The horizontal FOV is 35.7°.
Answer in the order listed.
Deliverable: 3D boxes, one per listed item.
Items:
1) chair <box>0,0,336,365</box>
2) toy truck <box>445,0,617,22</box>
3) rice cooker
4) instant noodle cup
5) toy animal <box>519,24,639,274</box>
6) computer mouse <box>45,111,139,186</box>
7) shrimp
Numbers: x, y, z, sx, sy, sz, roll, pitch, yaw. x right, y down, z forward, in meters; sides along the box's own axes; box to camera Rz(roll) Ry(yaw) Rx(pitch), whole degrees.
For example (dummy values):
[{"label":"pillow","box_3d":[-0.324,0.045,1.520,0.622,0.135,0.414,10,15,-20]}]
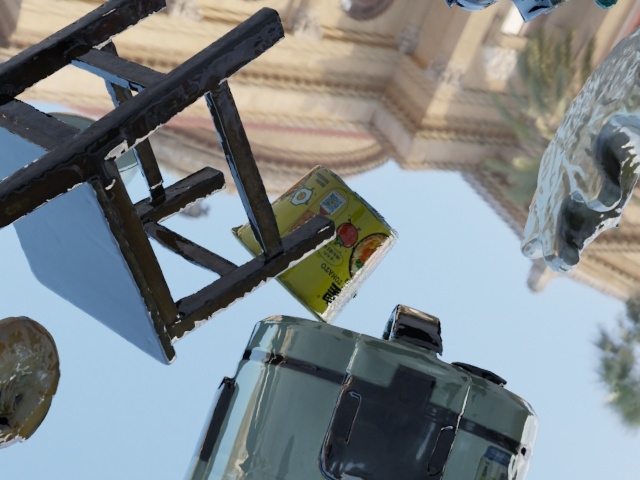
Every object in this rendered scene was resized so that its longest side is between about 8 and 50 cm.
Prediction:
[{"label":"chair","box_3d":[-0.211,-0.008,0.817,0.203,0.240,0.416,26,-127,37]},{"label":"toy truck","box_3d":[0.150,-0.351,0.853,0.363,0.178,0.176,58,174,-4]},{"label":"rice cooker","box_3d":[0.024,0.160,0.673,0.226,0.244,0.226,22,168,5]},{"label":"instant noodle cup","box_3d":[0.000,0.000,1.240,0.182,0.144,0.182,44,180,0]},{"label":"toy animal","box_3d":[0.378,-0.089,1.141,0.188,0.307,0.266,22,164,-28]},{"label":"computer mouse","box_3d":[-0.342,-0.121,1.316,0.159,0.097,0.288,24,-171,13]},{"label":"shrimp","box_3d":[-0.165,0.084,0.486,0.023,0.059,0.108,-3,-141,41]}]
